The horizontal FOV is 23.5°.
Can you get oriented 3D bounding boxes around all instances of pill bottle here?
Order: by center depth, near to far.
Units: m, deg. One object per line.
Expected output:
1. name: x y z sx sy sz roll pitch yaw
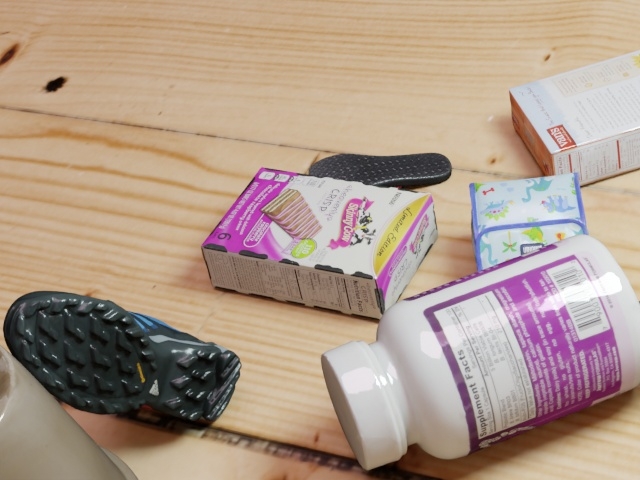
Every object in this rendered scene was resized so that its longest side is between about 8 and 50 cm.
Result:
1. pill bottle: 0.161 0.119 1.543 0.301 0.169 0.169 -20 39 -8

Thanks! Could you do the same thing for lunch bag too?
1. lunch bag: 0.234 0.005 1.723 0.129 0.096 0.151 -5 54 7

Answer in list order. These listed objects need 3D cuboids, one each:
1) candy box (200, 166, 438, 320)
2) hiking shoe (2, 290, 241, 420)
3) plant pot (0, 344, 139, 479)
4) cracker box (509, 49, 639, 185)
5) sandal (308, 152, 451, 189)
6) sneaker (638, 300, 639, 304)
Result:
1. candy box: 0.000 0.000 1.809 0.233 0.071 0.159 10 44 26
2. hiking shoe: -0.225 0.120 1.600 0.132 0.304 0.113 17 83 42
3. plant pot: -0.332 0.246 1.450 0.323 0.280 0.323 -7 40 6
4. cracker box: 0.366 -0.155 1.890 0.232 0.067 0.155 -16 38 -4
5. sandal: 0.074 -0.076 1.911 0.179 0.040 0.067 -3 44 -10
6. sneaker: 0.395 0.134 1.533 0.106 0.078 0.234 -19 40 -15
